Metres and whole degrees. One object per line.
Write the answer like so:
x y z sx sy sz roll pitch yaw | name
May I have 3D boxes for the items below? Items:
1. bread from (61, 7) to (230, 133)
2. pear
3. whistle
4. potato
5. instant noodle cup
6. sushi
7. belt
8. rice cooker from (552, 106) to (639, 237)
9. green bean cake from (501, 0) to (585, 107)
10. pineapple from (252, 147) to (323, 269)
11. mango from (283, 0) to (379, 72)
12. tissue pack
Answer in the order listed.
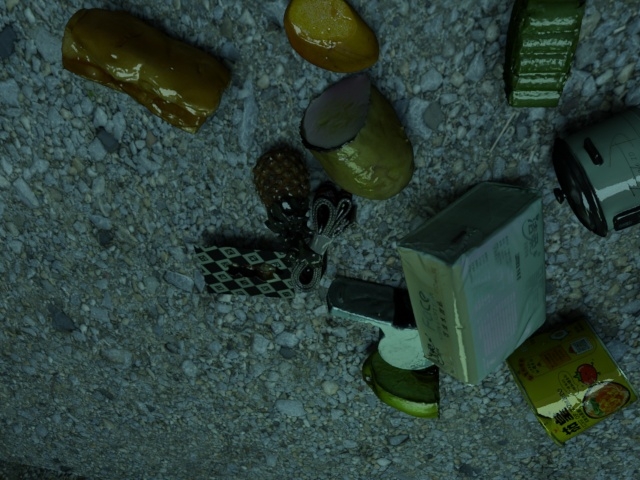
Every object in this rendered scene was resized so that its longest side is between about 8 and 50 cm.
-0.377 -0.385 1.053 0.343 0.195 0.149 26 133 -13 | bread
0.262 0.466 1.548 0.255 0.238 0.164 -2 132 10 | pear
0.216 0.227 1.419 0.404 0.168 0.188 37 125 -18 | whistle
0.105 -0.208 1.109 0.229 0.229 0.266 -24 134 25 | potato
0.726 0.393 1.383 0.254 0.326 0.325 -34 115 20 | instant noodle cup
-0.224 0.083 1.466 0.289 0.050 0.264 4 141 4 | sushi
0.000 0.000 1.334 0.126 0.094 0.360 19 127 -6 | belt
0.623 -0.141 1.027 0.226 0.242 0.280 -24 149 21 | rice cooker
0.415 -0.375 0.906 0.113 0.214 0.201 6 128 13 | green bean cake
-0.068 -0.070 1.166 0.141 0.310 0.170 -23 153 11 | pineapple
0.026 -0.433 1.004 0.217 0.102 0.141 22 104 -11 | mango
0.394 0.104 1.198 0.205 0.331 0.405 27 144 49 | tissue pack
